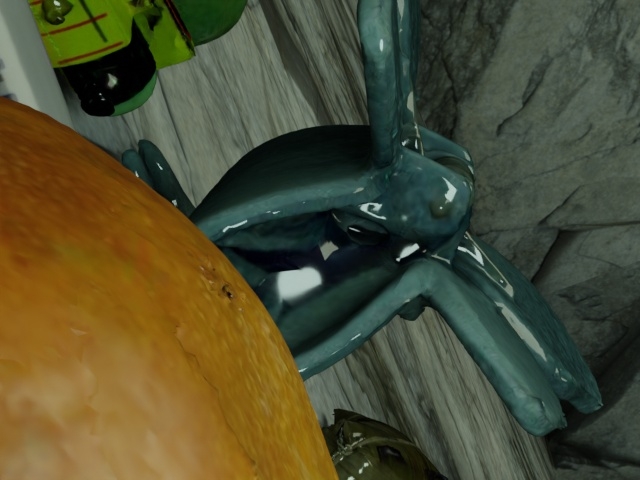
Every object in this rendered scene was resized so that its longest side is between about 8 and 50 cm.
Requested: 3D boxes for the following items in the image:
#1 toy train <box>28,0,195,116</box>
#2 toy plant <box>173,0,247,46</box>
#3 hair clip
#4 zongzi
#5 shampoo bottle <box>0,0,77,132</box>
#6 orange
[{"bbox_3d":[-0.163,-0.194,1.121,0.296,0.100,0.160,61,19,-44],"label":"toy train"},{"bbox_3d":[-0.112,-0.281,1.438,0.235,0.175,0.218,100,-26,-53],"label":"toy plant"},{"bbox_3d":[0.000,0.000,1.197,0.318,0.238,0.392,-67,135,-76],"label":"hair clip"},{"bbox_3d":[0.010,0.156,1.521,0.189,0.081,0.178,39,7,-46],"label":"zongzi"},{"bbox_3d":[-0.171,-0.087,0.859,0.092,0.092,0.303,-11,79,-81],"label":"shampoo bottle"},{"bbox_3d":[-0.101,0.102,0.443,0.284,0.226,0.284,-14,90,-79],"label":"orange"}]
